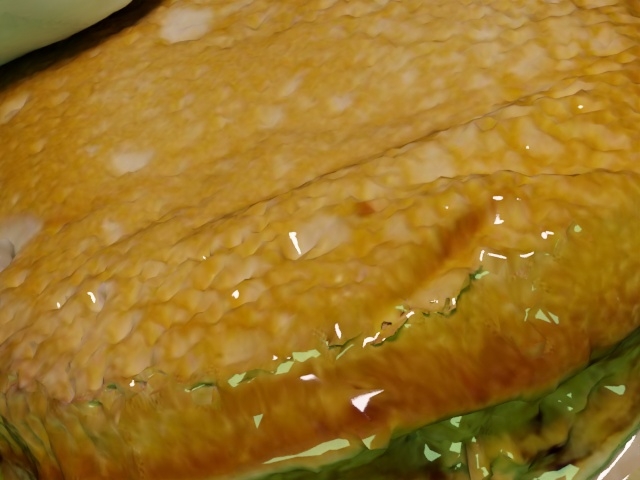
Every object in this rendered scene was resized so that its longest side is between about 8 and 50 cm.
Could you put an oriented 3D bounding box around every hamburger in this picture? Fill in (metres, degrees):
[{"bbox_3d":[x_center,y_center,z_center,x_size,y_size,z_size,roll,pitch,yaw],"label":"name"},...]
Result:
[{"bbox_3d":[0.000,0.000,0.628,0.290,0.314,0.170,-21,126,-10],"label":"hamburger"}]

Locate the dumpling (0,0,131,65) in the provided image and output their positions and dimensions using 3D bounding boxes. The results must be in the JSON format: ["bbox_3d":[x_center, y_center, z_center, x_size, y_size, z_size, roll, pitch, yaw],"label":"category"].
[{"bbox_3d":[-0.134,-0.118,0.582,0.250,0.132,0.162,-16,142,5],"label":"dumpling"}]
